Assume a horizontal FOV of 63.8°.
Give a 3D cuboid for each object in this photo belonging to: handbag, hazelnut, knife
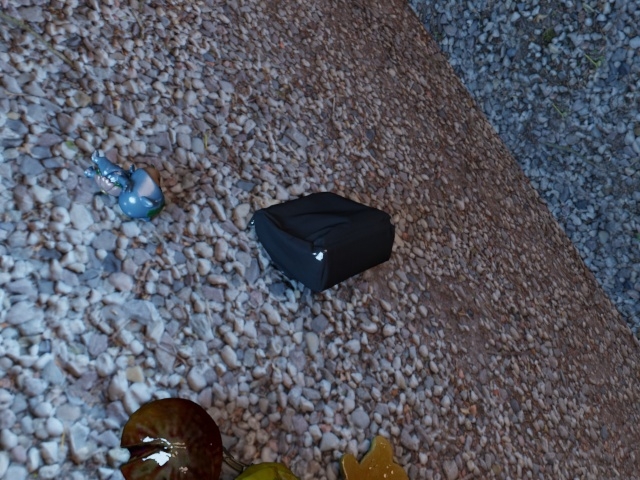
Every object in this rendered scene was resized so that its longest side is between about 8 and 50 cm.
[{"bbox_3d":[0.001,0.003,1.309,0.301,0.275,0.178,-22,124,-43],"label":"handbag"},{"bbox_3d":[-0.253,0.377,0.899,0.177,0.178,0.204,1,65,-36],"label":"hazelnut"},{"bbox_3d":[-0.124,0.478,1.037,0.222,0.021,0.046,45,51,-8],"label":"knife"}]

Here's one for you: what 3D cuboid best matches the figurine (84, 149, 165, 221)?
[{"bbox_3d":[-0.408,-0.133,1.113,0.178,0.114,0.145,33,49,-7],"label":"figurine"}]

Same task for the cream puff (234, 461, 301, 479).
[{"bbox_3d":[-0.099,0.545,0.872,0.269,0.323,0.274,33,77,16],"label":"cream puff"}]

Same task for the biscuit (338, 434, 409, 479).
[{"bbox_3d":[0.095,0.547,1.150,0.240,0.035,0.158,-16,74,-41],"label":"biscuit"}]
